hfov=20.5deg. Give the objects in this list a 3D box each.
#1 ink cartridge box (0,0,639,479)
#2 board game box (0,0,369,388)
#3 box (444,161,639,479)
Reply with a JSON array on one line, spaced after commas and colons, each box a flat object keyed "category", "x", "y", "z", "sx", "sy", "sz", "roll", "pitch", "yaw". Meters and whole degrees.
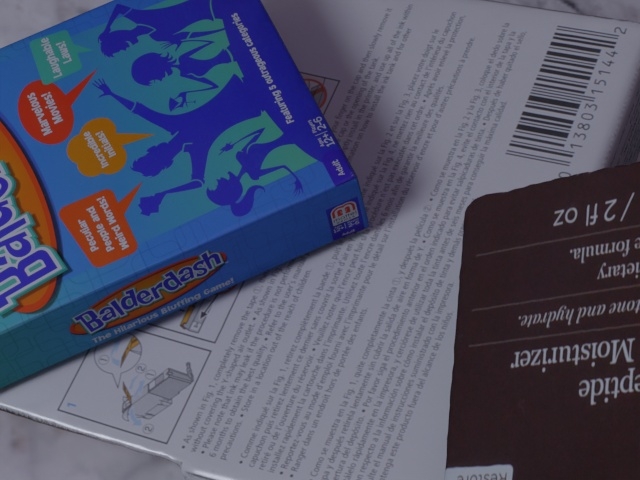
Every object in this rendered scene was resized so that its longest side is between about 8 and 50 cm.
[{"category": "ink cartridge box", "x": 0.000, "y": 0.000, "z": 0.874, "sx": 0.261, "sy": 0.066, "sz": 0.296, "roll": 13, "pitch": 60, "yaw": 21}, {"category": "board game box", "x": -0.105, "y": -0.034, "z": 0.846, "sx": 0.210, "sy": 0.047, "sz": 0.160, "roll": -25, "pitch": 57, "yaw": -5}, {"category": "box", "x": 0.165, "y": 0.086, "z": 0.725, "sx": 0.167, "sy": 0.168, "sz": 0.203, "roll": 18, "pitch": 71, "yaw": -38}]
